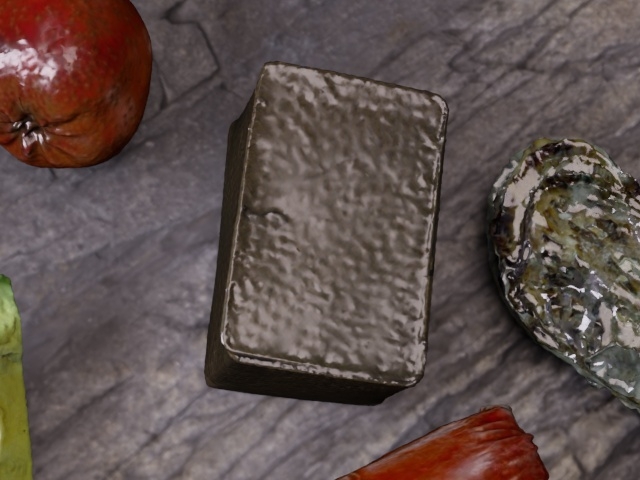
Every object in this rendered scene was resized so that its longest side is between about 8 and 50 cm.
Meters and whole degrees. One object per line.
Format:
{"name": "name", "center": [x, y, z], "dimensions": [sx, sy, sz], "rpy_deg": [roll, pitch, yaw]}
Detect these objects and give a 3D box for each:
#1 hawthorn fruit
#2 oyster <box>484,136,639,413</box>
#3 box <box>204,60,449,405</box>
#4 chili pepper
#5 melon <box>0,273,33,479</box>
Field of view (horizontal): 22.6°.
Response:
{"name": "hawthorn fruit", "center": [-0.234, -0.169, 1.423], "dimensions": [0.179, 0.179, 0.200], "rpy_deg": [15, 52, -9]}
{"name": "oyster", "center": [0.281, 0.063, 1.504], "dimensions": [0.162, 0.158, 0.351], "rpy_deg": [-34, 94, 23]}
{"name": "box", "center": [0.001, 0.000, 1.441], "dimensions": [0.184, 0.143, 0.273], "rpy_deg": [9, 74, -12]}
{"name": "chili pepper", "center": [0.069, 0.299, 1.329], "dimensions": [0.305, 0.229, 0.251], "rpy_deg": [-23, 124, -24]}
{"name": "melon", "center": [-0.291, 0.194, 1.306], "dimensions": [0.196, 0.124, 0.324], "rpy_deg": [24, 56, -50]}
